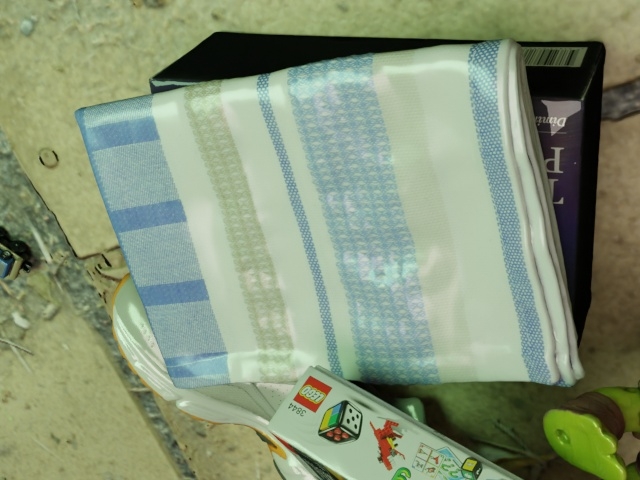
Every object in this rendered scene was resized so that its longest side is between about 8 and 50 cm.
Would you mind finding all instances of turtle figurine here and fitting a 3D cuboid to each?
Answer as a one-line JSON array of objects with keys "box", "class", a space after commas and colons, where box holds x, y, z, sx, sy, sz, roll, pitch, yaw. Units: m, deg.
[{"box": [0.230, 0.080, 0.575, 0.087, 0.217, 0.269, 39, 148, 45], "class": "turtle figurine"}]

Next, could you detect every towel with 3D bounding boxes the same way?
[{"box": [0.000, 0.000, 0.583, 0.285, 0.034, 0.209, -4, 115, 26], "class": "towel"}]

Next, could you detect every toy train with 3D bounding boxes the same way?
[{"box": [-0.310, -0.016, 0.823, 0.158, 0.036, 0.027, 32, 125, 3], "class": "toy train"}]

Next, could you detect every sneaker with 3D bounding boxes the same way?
[{"box": [-0.030, 0.091, 0.740, 0.262, 0.099, 0.121, 37, 118, -9], "class": "sneaker"}]

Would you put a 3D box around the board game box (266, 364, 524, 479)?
[{"box": [0.103, 0.202, 0.636, 0.193, 0.053, 0.305, 25, 160, 34], "class": "board game box"}]

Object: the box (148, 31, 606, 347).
[{"box": [0.039, -0.028, 0.633, 0.261, 0.103, 0.184, 5, 122, 20], "class": "box"}]
